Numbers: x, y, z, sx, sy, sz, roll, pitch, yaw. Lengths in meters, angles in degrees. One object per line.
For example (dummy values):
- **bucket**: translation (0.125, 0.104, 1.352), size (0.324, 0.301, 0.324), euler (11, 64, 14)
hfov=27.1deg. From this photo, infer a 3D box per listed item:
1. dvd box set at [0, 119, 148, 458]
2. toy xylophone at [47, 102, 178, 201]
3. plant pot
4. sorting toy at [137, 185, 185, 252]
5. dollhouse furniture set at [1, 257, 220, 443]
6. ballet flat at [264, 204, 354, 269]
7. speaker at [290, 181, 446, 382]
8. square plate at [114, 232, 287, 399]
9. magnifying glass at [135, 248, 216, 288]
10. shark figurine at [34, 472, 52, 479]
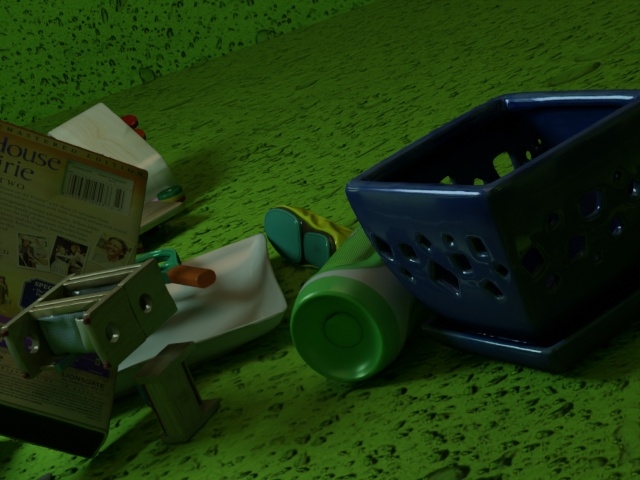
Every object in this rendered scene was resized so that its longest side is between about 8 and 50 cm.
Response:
- **dvd box set**: translation (-0.371, 0.030, 1.534), size (0.420, 0.307, 0.062), euler (-90, 25, -44)
- **toy xylophone**: translation (-0.404, -0.133, 2.389), size (0.236, 0.081, 0.323), euler (-27, 45, -13)
- **plant pot**: translation (0.204, -0.008, 1.298), size (0.236, 0.212, 0.236), euler (-31, 20, -27)
- **sorting toy**: translation (-0.310, -0.012, 2.194), size (0.274, 0.046, 0.132), euler (-32, 20, -32)
- **dollhouse furniture set**: translation (-0.221, 0.137, 1.412), size (0.129, 0.184, 0.129), euler (-10, 20, 33)
- **ballet flat**: translation (0.000, 0.000, 1.775), size (0.077, 0.077, 0.231), euler (-5, 13, -24)
- **speaker**: translation (0.074, 0.037, 1.466), size (0.131, 0.131, 0.296), euler (-12, 20, 29)
- **square plate**: translation (-0.212, 0.112, 1.703), size (0.344, 0.049, 0.347), euler (-21, 17, -1)
- **magnifying glass**: translation (-0.206, 0.042, 1.784), size (0.092, 0.026, 0.231), euler (-30, 20, -27)
- **shark figurine**: translation (-0.412, 0.246, 1.439), size (0.166, 0.116, 0.278), euler (-32, 22, -35)
